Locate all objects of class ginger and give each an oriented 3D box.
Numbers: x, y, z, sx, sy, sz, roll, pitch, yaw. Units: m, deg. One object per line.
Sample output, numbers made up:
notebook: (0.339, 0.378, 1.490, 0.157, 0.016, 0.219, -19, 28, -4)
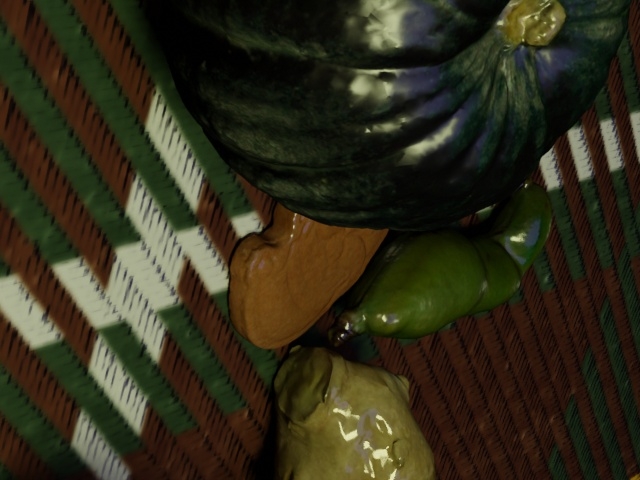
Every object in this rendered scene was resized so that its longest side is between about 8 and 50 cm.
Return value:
ginger: (0.001, 0.251, 1.131, 0.348, 0.122, 0.363, -54, 141, 5)

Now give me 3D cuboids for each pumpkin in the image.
pumpkin: (0.033, -0.111, 0.819, 0.220, 0.162, 0.221, -24, 125, -40)

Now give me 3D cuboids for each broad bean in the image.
broad bean: (0.073, 0.019, 1.109, 0.213, 0.048, 0.070, -30, 128, -51)

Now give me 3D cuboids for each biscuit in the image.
biscuit: (0.000, 0.000, 1.009, 0.130, 0.019, 0.102, -48, 150, -23)
